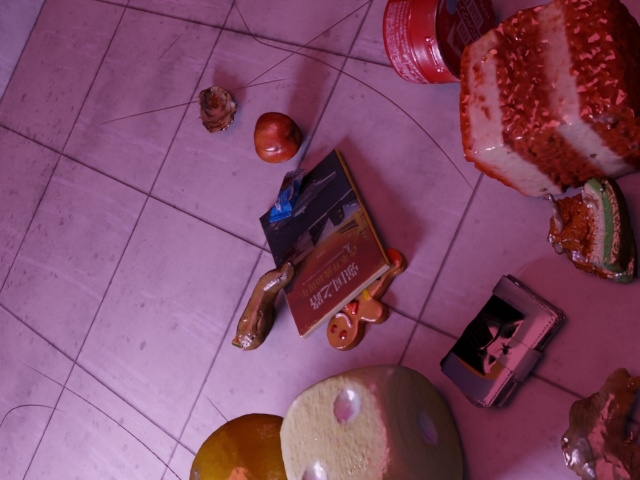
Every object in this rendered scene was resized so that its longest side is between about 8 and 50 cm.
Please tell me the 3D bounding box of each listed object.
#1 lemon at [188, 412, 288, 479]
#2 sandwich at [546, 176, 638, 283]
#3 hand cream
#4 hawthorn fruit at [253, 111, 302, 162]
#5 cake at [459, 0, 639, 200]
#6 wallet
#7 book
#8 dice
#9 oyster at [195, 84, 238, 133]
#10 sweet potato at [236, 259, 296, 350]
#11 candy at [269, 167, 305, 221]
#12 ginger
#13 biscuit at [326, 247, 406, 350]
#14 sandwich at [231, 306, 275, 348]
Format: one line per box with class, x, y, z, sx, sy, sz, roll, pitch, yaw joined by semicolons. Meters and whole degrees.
lemon;-0.120;0.484;1.867;0.297;0.297;0.297;-16;64;36
sandwich;0.471;-0.011;1.666;0.159;0.109;0.185;-18;63;33
hand cream;0.245;-0.433;1.947;0.149;0.230;0.230;2;75;42
hawthorn fruit;-0.103;-0.246;2.245;0.128;0.128;0.128;-16;64;36
cake;0.428;-0.254;1.685;0.319;0.269;0.270;-18;63;33
wallet;0.329;0.186;1.740;0.231;0.069;0.170;-55;43;8
book;0.000;0.000;2.097;0.262;0.028;0.374;-41;45;21
dice;0.096;0.385;1.736;0.249;0.252;0.255;-32;54;29
oyster;-0.274;-0.345;2.472;0.105;0.056;0.177;-44;50;4
sweet potato;-0.122;0.139;2.096;0.081;0.062;0.233;35;104;39
candy;-0.073;-0.108;2.184;0.088;0.038;0.136;-18;48;54
ginger;0.469;0.373;1.538;0.166;0.080;0.333;-20;57;47
biscuit;0.082;0.116;2.000;0.165;0.036;0.250;28;93;44
sandwich;-0.149;0.205;2.166;0.135;0.029;0.067;-46;52;16
